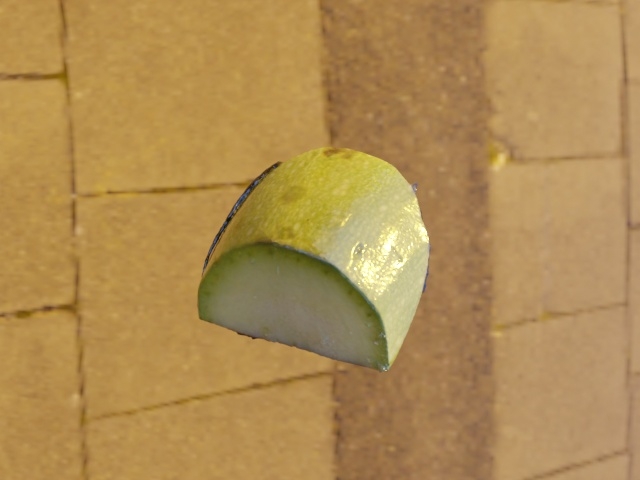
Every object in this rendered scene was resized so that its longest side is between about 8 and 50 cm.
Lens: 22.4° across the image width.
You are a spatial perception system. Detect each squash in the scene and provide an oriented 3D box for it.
[{"bbox_3d":[-0.005,-0.005,1.332,0.085,0.192,0.184,61,45,-67],"label":"squash"}]
